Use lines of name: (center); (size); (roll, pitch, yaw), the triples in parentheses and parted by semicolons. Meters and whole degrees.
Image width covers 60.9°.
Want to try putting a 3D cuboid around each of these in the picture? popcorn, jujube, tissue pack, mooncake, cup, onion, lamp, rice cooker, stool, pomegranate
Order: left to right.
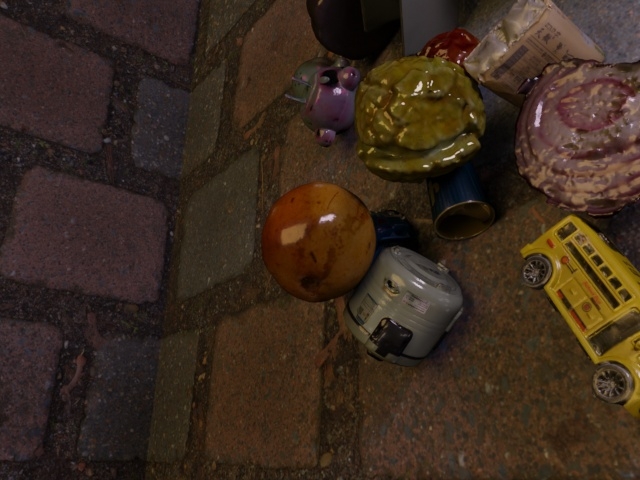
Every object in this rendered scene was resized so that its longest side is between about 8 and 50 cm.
lamp: (-0.002, -0.452, 1.662); (0.247, 0.247, 0.301); (-62, 31, 24)
pomegranate: (0.000, 0.000, 1.185); (0.264, 0.264, 0.265); (-25, 57, 47)
mooncake: (0.104, -0.691, 1.583); (0.306, 0.306, 0.154); (-54, 40, 26)
rice cooker: (0.178, 0.152, 1.196); (0.244, 0.226, 0.226); (-56, 38, 18)
stool: (0.220, -0.653, 1.387); (0.244, 0.170, 0.270); (-122, 15, -46)
popcorn: (0.205, -0.249, 1.122); (0.247, 0.282, 0.282); (-77, 10, -81)
jujube: (0.286, -0.374, 1.293); (0.250, 0.174, 0.174); (-51, 41, 27)
cup: (0.297, -0.089, 1.222); (0.177, 0.131, 0.155); (110, 160, -53)
tissue pack: (0.416, -0.352, 1.059); (0.186, 0.222, 0.090); (-48, 40, 32)
onion: (0.490, -0.175, 0.952); (0.314, 0.146, 0.280); (25, 97, 47)

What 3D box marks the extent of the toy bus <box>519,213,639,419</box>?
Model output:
toy bus: (0.467, 0.119, 0.870); (0.152, 0.144, 0.330); (-48, 40, 28)

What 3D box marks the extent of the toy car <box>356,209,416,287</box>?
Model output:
toy car: (0.100, 0.046, 1.380); (0.314, 0.198, 0.166); (-47, 59, 31)

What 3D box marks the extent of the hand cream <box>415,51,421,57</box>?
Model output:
hand cream: (0.282, -0.517, 1.477); (0.062, 0.039, 0.163); (-47, 49, 30)
